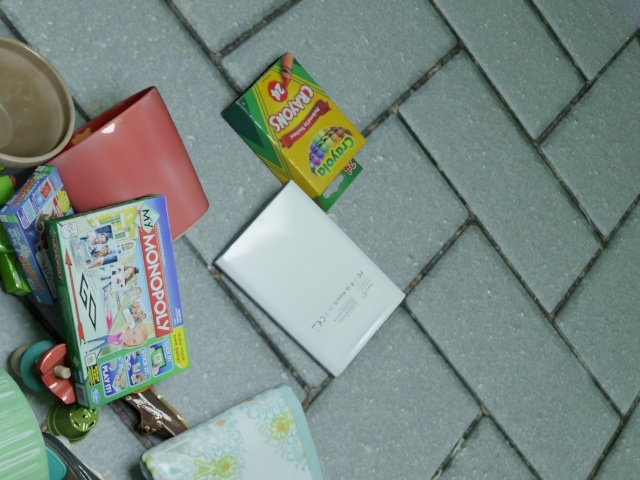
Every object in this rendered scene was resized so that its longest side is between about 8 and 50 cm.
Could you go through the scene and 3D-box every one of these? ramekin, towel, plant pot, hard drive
[{"bbox_3d":[-0.547,0.326,1.480,0.148,0.303,0.303,-18,86,-44],"label":"ramekin"},{"bbox_3d":[-0.133,0.492,1.782,0.320,0.090,0.374,-24,101,-37],"label":"towel"},{"bbox_3d":[-0.425,0.310,1.692,0.083,0.079,0.083,10,70,-30],"label":"plant pot"},{"bbox_3d":[-0.543,-0.217,1.630,0.237,0.110,0.237,23,54,-34],"label":"plant pot"},{"bbox_3d":[-0.350,-0.109,1.779,0.275,0.275,0.243,-46,112,-34],"label":"plant pot"},{"bbox_3d":[-0.019,0.080,2.011,0.353,0.047,0.233,45,76,-15],"label":"hard drive"}]

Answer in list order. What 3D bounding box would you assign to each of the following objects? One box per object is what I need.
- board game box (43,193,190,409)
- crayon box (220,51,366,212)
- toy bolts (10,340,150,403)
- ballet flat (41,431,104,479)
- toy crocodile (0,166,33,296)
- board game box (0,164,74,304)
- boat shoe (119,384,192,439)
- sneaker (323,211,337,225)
[{"bbox_3d":[-0.335,0.097,1.629,0.213,0.046,0.317,-19,108,-42],"label":"board game box"},{"bbox_3d":[-0.037,-0.226,2.114,0.318,0.081,0.202,47,55,-13],"label":"crayon box"},{"bbox_3d":[-0.421,0.194,1.698,0.228,0.158,0.218,-41,122,-35],"label":"toy bolts"},{"bbox_3d":[-0.440,0.399,1.651,0.280,0.095,0.096,52,11,-21],"label":"ballet flat"},{"bbox_3d":[-0.565,-0.066,1.694,0.105,0.115,0.340,-20,87,-37],"label":"toy crocodile"},{"bbox_3d":[-0.467,-0.008,1.654,0.136,0.035,0.201,-64,153,-46],"label":"board game box"},{"bbox_3d":[-0.312,0.316,1.773,0.207,0.073,0.073,48,57,-4],"label":"boat shoe"},{"bbox_3d":[0.000,0.000,2.094,0.051,0.070,0.134,-20,116,-44],"label":"sneaker"}]
